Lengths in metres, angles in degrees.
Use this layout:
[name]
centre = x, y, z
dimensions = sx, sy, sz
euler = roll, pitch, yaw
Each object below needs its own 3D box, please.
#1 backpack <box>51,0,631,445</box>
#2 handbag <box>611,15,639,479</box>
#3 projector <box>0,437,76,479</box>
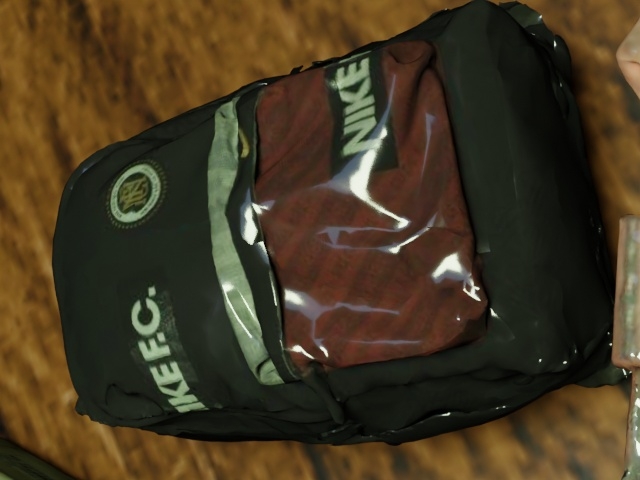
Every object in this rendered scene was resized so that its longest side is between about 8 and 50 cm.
[backpack]
centre = -0.001, 0.004, 0.531
dimensions = 0.165, 0.106, 0.120
euler = -19, 75, 20
[handbag]
centre = 0.117, 0.024, 0.434
dimensions = 0.059, 0.157, 0.212
euler = -2, 76, 31
[projector]
centre = -0.120, 0.208, 0.562
dimensions = 0.193, 0.088, 0.269
euler = 23, 90, 33
